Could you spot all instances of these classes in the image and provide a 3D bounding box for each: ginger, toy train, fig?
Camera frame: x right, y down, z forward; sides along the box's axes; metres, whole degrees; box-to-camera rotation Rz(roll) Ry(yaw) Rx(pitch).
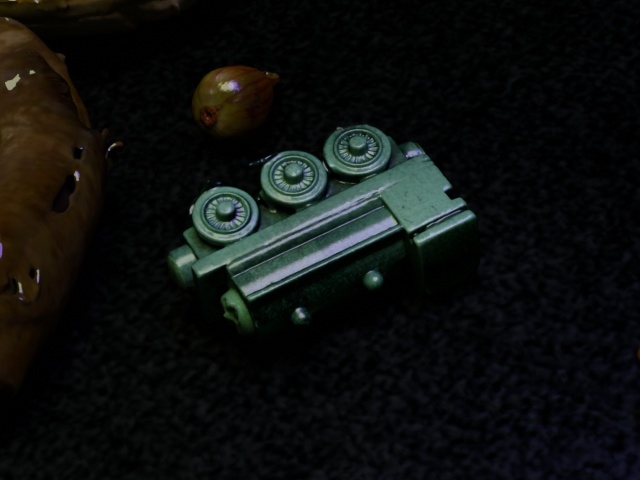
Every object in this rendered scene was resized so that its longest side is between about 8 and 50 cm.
[{"bbox_3d":[-0.196,-0.004,1.031,0.133,0.107,0.309,9,50,-1],"label":"ginger"},{"bbox_3d":[0.000,0.000,1.020,0.170,0.071,0.111,-26,54,-15],"label":"toy train"},{"bbox_3d":[-0.049,-0.095,1.141,0.050,0.050,0.083,16,31,23],"label":"fig"}]

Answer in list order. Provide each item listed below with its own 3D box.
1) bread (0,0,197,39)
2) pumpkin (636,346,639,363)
[{"bbox_3d":[-0.182,-0.226,1.234,0.236,0.120,0.198,-4,47,6],"label":"bread"},{"bbox_3d":[0.277,0.081,0.870,0.290,0.095,0.258,-9,52,-3],"label":"pumpkin"}]
